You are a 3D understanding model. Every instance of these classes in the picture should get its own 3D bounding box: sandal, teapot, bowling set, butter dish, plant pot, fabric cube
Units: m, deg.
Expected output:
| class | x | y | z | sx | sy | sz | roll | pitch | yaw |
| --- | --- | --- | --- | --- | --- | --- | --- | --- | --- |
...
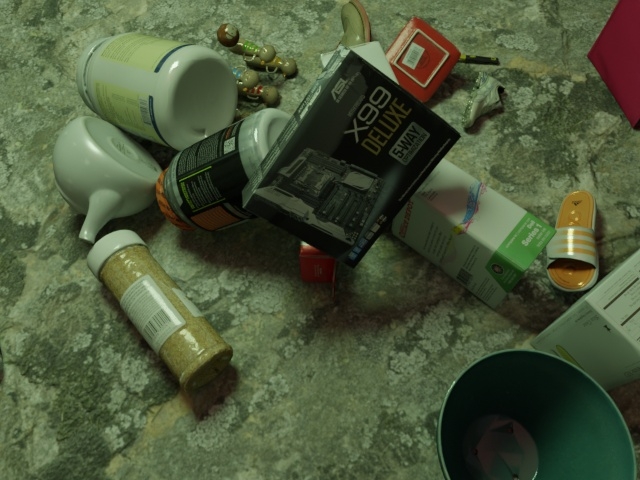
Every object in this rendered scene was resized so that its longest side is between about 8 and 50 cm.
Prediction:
| class | x | y | z | sx | sy | sz | roll | pitch | yaw |
| --- | --- | --- | --- | --- | --- | --- | --- | --- | --- |
| sandal | 0.525 | -0.016 | 1.062 | 0.101 | 0.076 | 0.265 | -11 | 49 | 40 |
| teapot | -0.491 | -0.138 | 1.116 | 0.252 | 0.256 | 0.187 | 45 | 102 | 1 |
| bowling set | -0.181 | -0.424 | 1.249 | 0.154 | 0.200 | 0.287 | 21 | 70 | 11 |
| butter dish | 0.246 | -0.457 | 1.292 | 0.159 | 0.118 | 0.160 | 35 | 98 | -8 |
| plant pot | 0.326 | 0.348 | 0.839 | 0.289 | 0.195 | 0.291 | -1 | 64 | 1 |
| fabric cube | 0.854 | -0.465 | 1.190 | 0.258 | 0.254 | 0.258 | -12 | 64 | -3 |

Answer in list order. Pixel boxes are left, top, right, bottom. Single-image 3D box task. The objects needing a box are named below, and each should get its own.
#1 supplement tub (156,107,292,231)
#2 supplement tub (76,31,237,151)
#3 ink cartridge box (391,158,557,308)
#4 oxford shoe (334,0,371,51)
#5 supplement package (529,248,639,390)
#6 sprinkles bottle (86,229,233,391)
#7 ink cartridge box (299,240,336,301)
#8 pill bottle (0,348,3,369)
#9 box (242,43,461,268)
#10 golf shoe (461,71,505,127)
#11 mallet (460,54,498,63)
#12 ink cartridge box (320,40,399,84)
| class | x | y | z | sx | sy | sz | roll | pitch | yaw |
| --- | --- | --- | --- | --- | --- | --- | --- | --- | --- |
| supplement tub | -0.181 | -0.131 | 1.040 | 0.315 | 0.193 | 0.194 | -16 | 58 | 32 |
| supplement tub | -0.384 | -0.352 | 1.174 | 0.324 | 0.235 | 0.236 | 21 | 66 | 27 |
| ink cartridge box | 0.293 | -0.017 | 1.018 | 0.278 | 0.201 | 0.117 | 38 | 70 | 19 |
| oxford shoe | 0.073 | -0.493 | 1.311 | 0.130 | 0.123 | 0.349 | -9 | 62 | 4 |
| supplement package | 0.536 | 0.144 | 0.895 | 0.204 | 0.262 | 0.145 | -35 | 67 | -14 |
| sprinkles bottle | -0.328 | 0.134 | 1.013 | 0.121 | 0.121 | 0.355 | -40 | 69 | -16 |
| ink cartridge box | 0.000 | 0.000 | 1.059 | 0.077 | 0.134 | 0.231 | 3 | 63 | 3 |
| pill bottle | -0.709 | 0.192 | 1.014 | 0.094 | 0.094 | 0.169 | -25 | 66 | -10 |
| box | 0.047 | -0.132 | 0.862 | 0.307 | 0.242 | 0.077 | -52 | 25 | 18 |
| golf shoe | 0.411 | -0.345 | 1.255 | 0.085 | 0.069 | 0.176 | 25 | 68 | 7 |
| mallet | 0.380 | -0.484 | 1.342 | 0.189 | 0.039 | 0.063 | 13 | 63 | 4 |
| ink cartridge box | 0.096 | -0.220 | 1.068 | 0.131 | 0.306 | 0.226 | -16 | 65 | -5 |
